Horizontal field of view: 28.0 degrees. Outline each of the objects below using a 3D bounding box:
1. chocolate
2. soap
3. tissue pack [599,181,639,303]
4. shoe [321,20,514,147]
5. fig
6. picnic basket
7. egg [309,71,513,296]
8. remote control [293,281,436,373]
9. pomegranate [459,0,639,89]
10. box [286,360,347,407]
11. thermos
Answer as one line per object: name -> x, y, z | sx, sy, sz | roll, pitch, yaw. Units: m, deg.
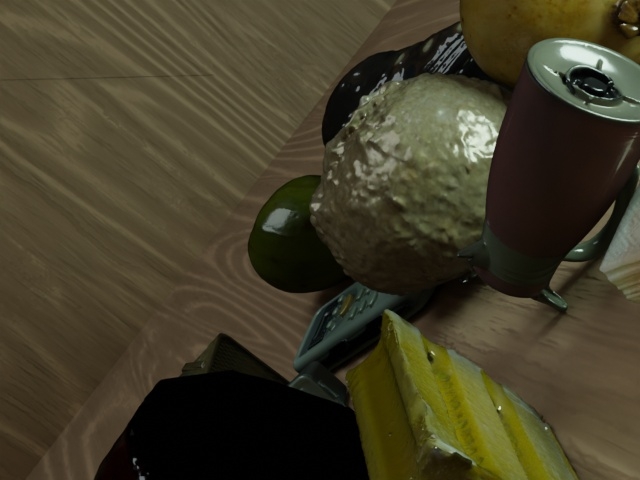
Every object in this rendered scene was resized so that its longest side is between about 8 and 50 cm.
chocolate -> -0.068, 0.353, 1.136 | 0.384, 0.383, 0.331 | -93, 26, -70
soap -> 0.128, 0.190, 1.124 | 0.091, 0.199, 0.315 | -53, 14, 10
tissue pack -> 0.400, -0.054, 1.136 | 0.170, 0.071, 0.325 | -55, 13, -30
shoe -> 0.160, -0.227, 2.014 | 0.384, 0.171, 0.237 | -49, 39, 21
fig -> 0.000, 0.000, 2.102 | 0.225, 0.203, 0.203 | 13, 55, 26
picnic basket -> -0.143, 0.274, 1.837 | 0.139, 0.165, 0.267 | -46, 14, 22
egg -> 0.139, -0.074, 1.643 | 0.310, 0.279, 0.279 | -37, 13, -4
remote control -> 0.069, 0.097, 1.841 | 0.296, 0.056, 0.140 | -39, 20, 44
pomegranate -> 0.317, -0.304, 1.619 | 0.307, 0.307, 0.307 | -47, 14, 16
box -> -0.021, 0.227, 1.752 | 0.122, 0.084, 0.069 | -45, 5, 23
thermos -> 0.252, -0.059, 1.333 | 0.146, 0.176, 0.265 | -106, 25, -47
